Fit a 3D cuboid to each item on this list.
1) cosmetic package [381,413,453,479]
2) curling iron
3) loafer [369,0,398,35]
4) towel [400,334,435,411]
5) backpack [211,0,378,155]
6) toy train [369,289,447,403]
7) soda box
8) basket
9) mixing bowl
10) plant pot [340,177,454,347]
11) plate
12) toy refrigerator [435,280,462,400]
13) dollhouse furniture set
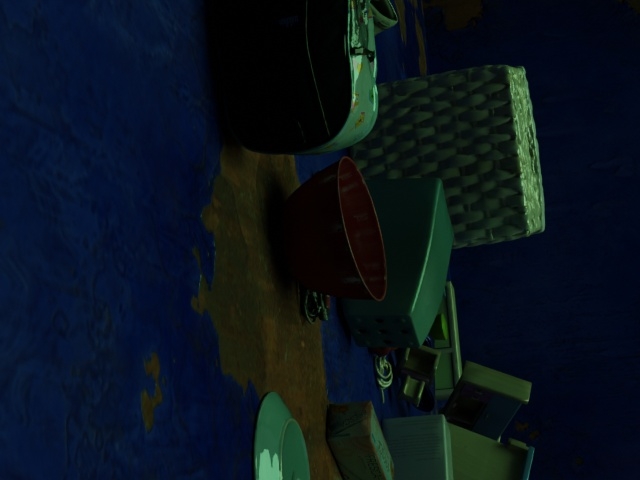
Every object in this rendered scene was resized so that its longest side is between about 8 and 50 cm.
[{"bbox_3d":[0.172,0.426,1.818,0.085,0.117,0.231,63,24,-56],"label":"cosmetic package"},{"bbox_3d":[0.000,0.000,1.418,0.274,0.035,0.068,-85,164,-45],"label":"curling iron"},{"bbox_3d":[0.066,-0.463,1.827,0.319,0.111,0.112,53,32,-68],"label":"loafer"},{"bbox_3d":[0.210,0.192,2.279,0.308,0.076,0.228,-82,169,-53],"label":"towel"},{"bbox_3d":[-0.020,-0.180,1.099,0.144,0.166,0.188,7,79,-69],"label":"backpack"},{"bbox_3d":[0.160,0.165,1.840,0.105,0.143,0.248,-59,141,-71],"label":"toy train"},{"bbox_3d":[0.059,0.298,1.463,0.183,0.063,0.058,70,17,-46],"label":"soda box"},{"bbox_3d":[0.225,-0.147,1.921,0.266,0.331,0.328,-16,99,-73],"label":"basket"},{"bbox_3d":[0.008,-0.004,1.277,0.181,0.098,0.181,-13,90,-74],"label":"mixing bowl"},{"bbox_3d":[0.110,0.044,1.654,0.165,0.165,0.234,68,27,-52],"label":"plant pot"},{"bbox_3d":[-0.036,0.256,1.121,0.188,0.024,0.188,-8,90,-79],"label":"plate"},{"bbox_3d":[0.276,0.239,2.483,0.094,0.102,0.269,51,35,-70],"label":"toy refrigerator"},{"bbox_3d":[0.244,0.406,2.013,0.198,0.286,0.303,106,4,-50],"label":"dollhouse furniture set"}]
